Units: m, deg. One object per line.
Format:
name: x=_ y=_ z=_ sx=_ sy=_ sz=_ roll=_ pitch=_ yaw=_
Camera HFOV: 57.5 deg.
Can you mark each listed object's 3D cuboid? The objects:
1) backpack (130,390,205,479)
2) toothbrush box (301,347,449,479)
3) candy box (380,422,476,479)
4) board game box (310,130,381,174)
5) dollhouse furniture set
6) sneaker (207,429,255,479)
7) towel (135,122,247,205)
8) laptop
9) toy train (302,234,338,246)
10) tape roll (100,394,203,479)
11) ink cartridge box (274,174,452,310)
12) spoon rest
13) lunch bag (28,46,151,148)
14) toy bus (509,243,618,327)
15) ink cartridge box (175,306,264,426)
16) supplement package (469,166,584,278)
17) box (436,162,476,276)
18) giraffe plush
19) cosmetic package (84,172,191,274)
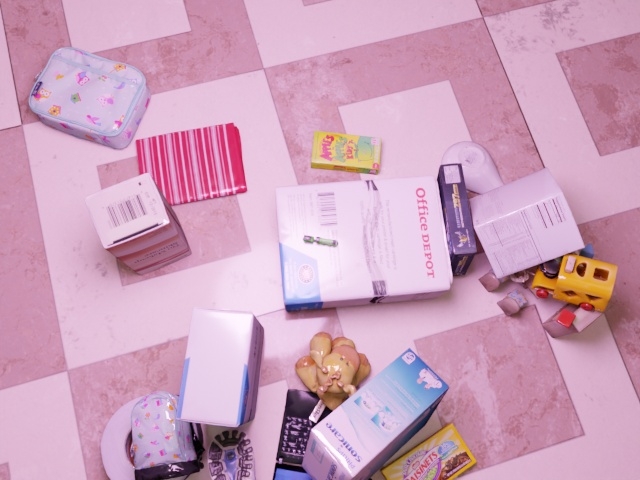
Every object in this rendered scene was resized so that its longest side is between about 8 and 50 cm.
backpack: x=-0.337 y=0.418 z=1.255 sx=0.151 sy=0.115 sz=0.182 roll=-10 pitch=73 yaw=-3
toothbrush box: x=0.115 y=0.403 z=1.254 sx=0.295 sy=0.216 sz=0.126 roll=-34 pitch=63 yaw=-29
candy box: x=0.255 y=0.532 z=1.375 sx=0.205 sy=0.027 sz=0.105 roll=-30 pitch=76 yaw=-10
board game box: x=0.068 y=-0.234 z=1.558 sx=0.181 sy=0.043 sz=0.092 roll=6 pitch=75 yaw=-1
dollhouse furniture set: x=0.559 y=0.106 z=1.433 sx=0.212 sy=0.161 sz=0.242 roll=-35 pitch=80 yaw=-11
sneaker: x=-0.178 y=0.591 z=1.261 sx=0.129 sy=0.147 sz=0.330 roll=-3 pitch=57 yaw=-3
towel: x=-0.338 y=-0.197 z=1.536 sx=0.274 sy=0.031 sz=0.199 roll=-10 pitch=78 yaw=-4
laptop: x=0.017 y=0.487 z=1.318 sx=0.234 sy=0.136 sz=0.265 roll=10 pitch=75 yaw=-1
toy train: x=0.000 y=0.000 z=1.332 sx=0.083 sy=0.024 sz=0.017 roll=8 pitch=76 yaw=1
tape roll: x=-0.384 y=0.466 z=1.337 sx=0.219 sy=0.072 sz=0.219 roll=1 pitch=74 yaw=-3
ink cartridge box: x=0.096 y=0.011 z=1.432 sx=0.394 sy=0.166 sz=0.286 roll=-4 pitch=76 yaw=-3
spoon rest: x=0.448 y=-0.166 z=1.553 sx=0.276 sy=0.084 sz=0.137 roll=38 pitch=75 yaw=21
lunch bag: x=-0.604 y=-0.382 z=1.529 sx=0.279 sy=0.108 sz=0.224 roll=19 pitch=75 yaw=2
toy bus: x=0.568 y=0.080 z=1.330 sx=0.202 sy=0.104 sz=0.191 roll=-24 pitch=56 yaw=-4
ink cartridge box: x=-0.206 y=0.279 z=1.274 sx=0.128 sy=0.307 sz=0.223 roll=5 pitch=75 yaw=1
supplement package: x=0.481 y=-0.044 z=1.385 sx=0.203 sy=0.194 sz=0.149 roll=-23 pitch=108 yaw=20
box: x=0.326 y=-0.046 z=1.437 sx=0.059 sy=0.183 sz=0.233 roll=-5 pitch=70 yaw=4
giraffe plush: x=0.030 y=0.299 z=1.332 sx=0.181 sy=0.170 sz=0.210 roll=16 pitch=62 yaw=2
cosmetic package: x=-0.410 y=-0.027 z=1.350 sx=0.153 sy=0.296 sz=0.129 roll=-24 pitch=79 yaw=-7
